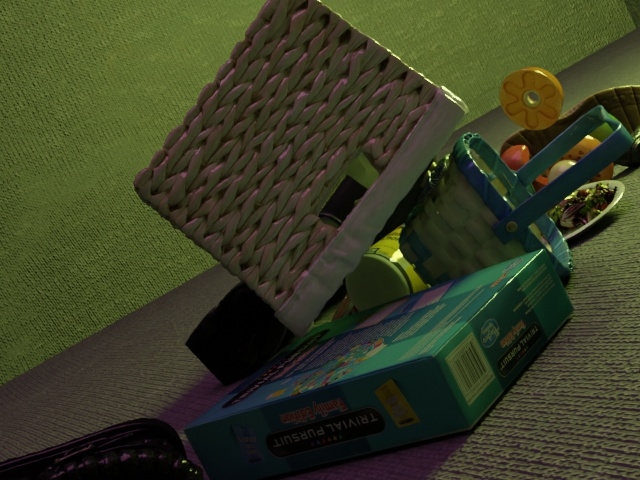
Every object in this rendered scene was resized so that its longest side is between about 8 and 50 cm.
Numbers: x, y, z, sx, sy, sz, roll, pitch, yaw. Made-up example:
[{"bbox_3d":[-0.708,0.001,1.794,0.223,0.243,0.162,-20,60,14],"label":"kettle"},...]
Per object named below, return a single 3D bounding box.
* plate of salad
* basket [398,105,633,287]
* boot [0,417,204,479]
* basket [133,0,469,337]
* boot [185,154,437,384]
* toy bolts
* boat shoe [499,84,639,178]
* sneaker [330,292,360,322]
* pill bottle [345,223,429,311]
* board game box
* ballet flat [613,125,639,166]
[{"bbox_3d":[0.315,-0.036,1.609,0.200,0.048,0.200,-29,11,6],"label":"plate of salad"},{"bbox_3d":[0.236,-0.049,1.408,0.289,0.201,0.255,-36,4,12],"label":"basket"},{"bbox_3d":[-0.280,0.287,1.185,0.348,0.131,0.260,-28,6,-7],"label":"boot"},{"bbox_3d":[-0.029,-0.093,1.461,0.328,0.266,0.331,-53,1,-2],"label":"basket"},{"bbox_3d":[-0.001,0.002,1.867,0.367,0.146,0.445,-60,-13,27],"label":"boot"},{"bbox_3d":[0.311,-0.121,1.803,0.158,0.218,0.228,-45,-1,-44],"label":"toy bolts"},{"bbox_3d":[0.442,-0.170,1.968,0.302,0.109,0.098,-21,-14,3],"label":"boat shoe"},{"bbox_3d":[0.062,0.102,1.695,0.118,0.067,0.042,-59,14,-7],"label":"sneaker"},{"bbox_3d":[0.124,0.033,1.660,0.103,0.103,0.184,-21,9,44],"label":"pill bottle"},{"bbox_3d":[0.060,0.135,1.226,0.336,0.079,0.254,-22,8,39],"label":"board game box"},{"bbox_3d":[0.506,-0.167,1.856,0.049,0.057,0.173,6,30,41],"label":"ballet flat"}]
